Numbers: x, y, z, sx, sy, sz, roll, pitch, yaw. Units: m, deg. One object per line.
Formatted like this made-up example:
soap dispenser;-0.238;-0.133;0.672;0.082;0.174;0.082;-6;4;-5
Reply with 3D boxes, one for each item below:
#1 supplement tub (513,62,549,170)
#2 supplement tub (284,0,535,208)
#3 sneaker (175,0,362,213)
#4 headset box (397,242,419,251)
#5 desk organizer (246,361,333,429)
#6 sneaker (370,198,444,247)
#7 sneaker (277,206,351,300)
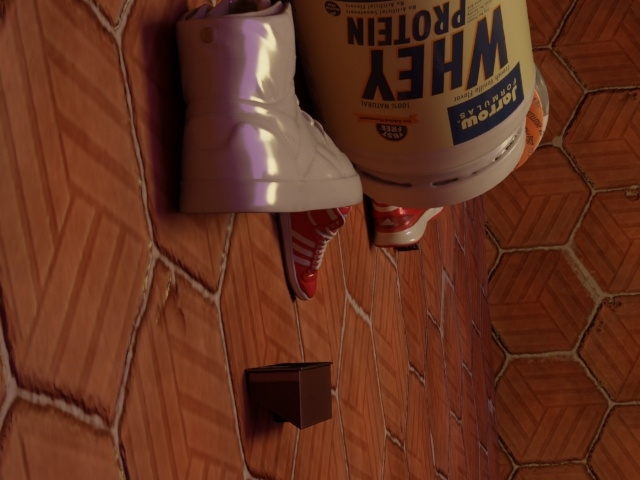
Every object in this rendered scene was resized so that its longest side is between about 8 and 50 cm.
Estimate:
supplement tub;0.193;-0.190;1.927;0.316;0.193;0.193;-99;180;-72
supplement tub;0.090;-0.215;1.457;0.235;0.235;0.325;-83;163;-45
sneaker;-0.034;-0.107;1.130;0.292;0.108;0.169;-11;99;-77
headset box;0.117;-0.026;2.014;0.062;0.032;0.083;57;29;-67
desk organizer;-0.023;0.130;1.228;0.130;0.047;0.050;13;75;-78
sneaker;0.110;-0.085;1.877;0.221;0.087;0.128;-71;154;-66
sneaker;0.000;0.000;1.343;0.042;0.067;0.118;-70;152;-64
